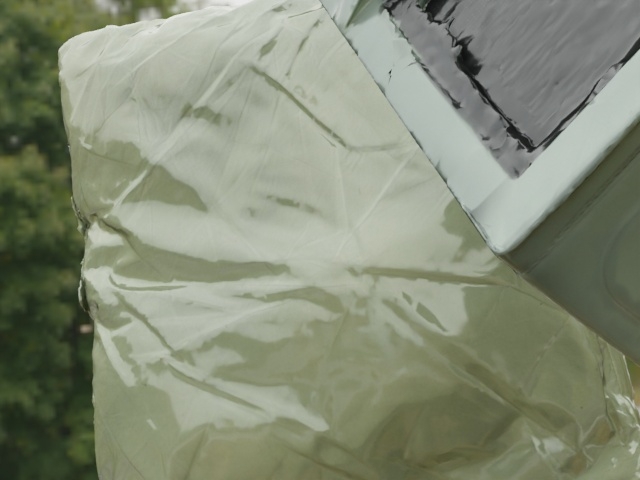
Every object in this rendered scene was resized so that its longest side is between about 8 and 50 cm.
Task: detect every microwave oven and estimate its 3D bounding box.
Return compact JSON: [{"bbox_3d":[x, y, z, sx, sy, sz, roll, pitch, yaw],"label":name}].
[{"bbox_3d":[0.109,-0.055,0.526,0.162,0.122,0.208,34,16,-31],"label":"microwave oven"}]

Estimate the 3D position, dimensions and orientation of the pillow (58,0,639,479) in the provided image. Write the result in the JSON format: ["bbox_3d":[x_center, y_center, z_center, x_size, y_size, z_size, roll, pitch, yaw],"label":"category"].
[{"bbox_3d":[0.001,0.001,0.757,0.274,0.281,0.076,-11,-14,15],"label":"pillow"}]
